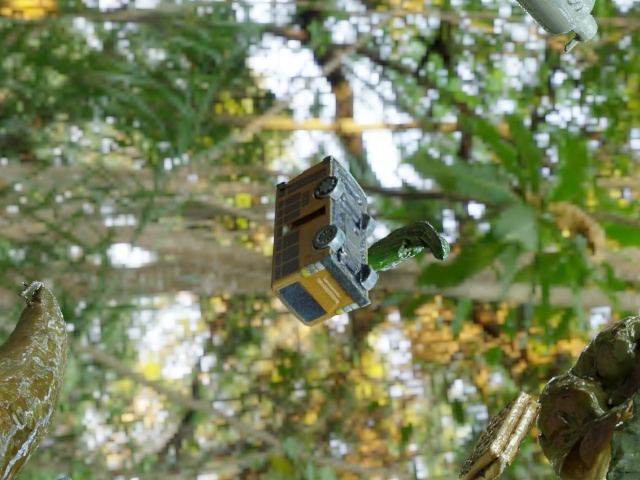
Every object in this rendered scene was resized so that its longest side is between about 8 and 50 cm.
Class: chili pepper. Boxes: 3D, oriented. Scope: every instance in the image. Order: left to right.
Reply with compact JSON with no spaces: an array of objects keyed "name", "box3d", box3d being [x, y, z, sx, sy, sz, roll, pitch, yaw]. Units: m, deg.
[{"name":"chili pepper","box3d":[0.139,0.011,2.233,0.182,0.073,0.050,-17,-61,46]}]

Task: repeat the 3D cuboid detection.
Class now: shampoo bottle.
[{"name":"shampoo bottle","box3d":[0.266,-0.334,1.740,0.085,0.262,0.085,-28,-137,30]}]

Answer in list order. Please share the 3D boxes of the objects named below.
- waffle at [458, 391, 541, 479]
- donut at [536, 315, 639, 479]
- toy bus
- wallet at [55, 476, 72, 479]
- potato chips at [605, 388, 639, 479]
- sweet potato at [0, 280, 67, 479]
[{"name":"waffle","box3d":[0.263,0.297,2.060,0.042,0.148,0.102,40,-45,1]},{"name":"donut","box3d":[0.483,0.255,2.112,0.170,0.360,0.360,48,-11,-20]},{"name":"toy bus","box3d":[0.000,0.000,1.582,0.103,0.091,0.182,-25,-143,22]},{"name":"wallet","box3d":[-0.366,0.425,1.804,0.046,0.191,0.379,58,-12,-19]},{"name":"potato chips","box3d":[0.535,0.255,1.586,0.070,0.429,0.358,-43,131,-60]},{"name":"sweet potato","box3d":[-0.322,0.174,1.298,0.422,0.130,0.130,-57,159,-59]}]
